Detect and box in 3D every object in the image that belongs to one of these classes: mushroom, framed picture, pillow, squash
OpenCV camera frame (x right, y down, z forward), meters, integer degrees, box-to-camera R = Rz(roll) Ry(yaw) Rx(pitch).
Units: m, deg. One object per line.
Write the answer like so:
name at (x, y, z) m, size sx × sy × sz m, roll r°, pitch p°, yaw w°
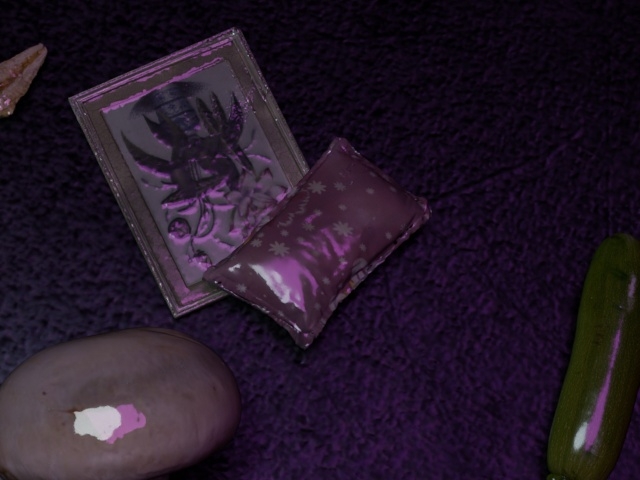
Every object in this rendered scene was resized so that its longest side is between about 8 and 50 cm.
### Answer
mushroom at (-0.171, 0.165, 1.572) m, size 0.206 × 0.206 × 0.209 m, roll 12°, pitch 78°, yaw 1°
framed picture at (-0.100, -0.062, 1.742) m, size 0.173 × 0.010 × 0.231 m, roll -25°, pitch 75°, yaw -11°
pillow at (0.000, 0.000, 1.700) m, size 0.118 × 0.043 × 0.185 m, roll 38°, pitch 73°, yaw 10°
squash at (0.242, 0.110, 1.676) m, size 0.069 × 0.069 × 0.258 m, roll 14°, pitch 72°, yaw 2°

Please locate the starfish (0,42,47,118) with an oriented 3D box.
starfish at (-0.351, -0.114, 1.728) m, size 0.138 × 0.050 × 0.247 m, roll 31°, pitch 70°, yaw 9°
